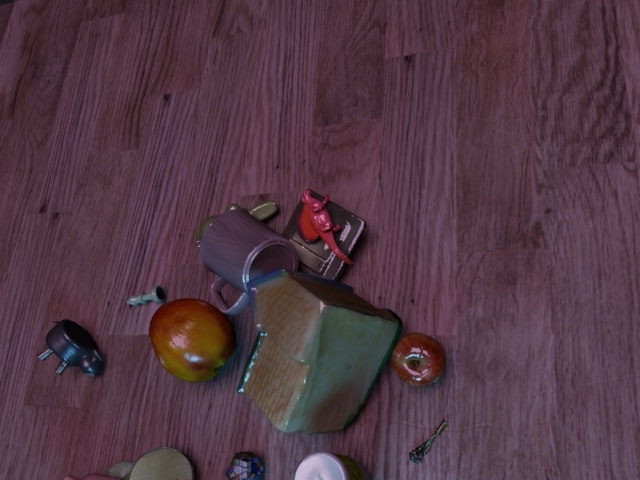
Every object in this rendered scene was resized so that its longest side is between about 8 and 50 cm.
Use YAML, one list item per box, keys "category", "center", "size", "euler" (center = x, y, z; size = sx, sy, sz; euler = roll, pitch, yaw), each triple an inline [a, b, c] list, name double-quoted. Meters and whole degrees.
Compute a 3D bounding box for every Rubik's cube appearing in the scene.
- category: "Rubik's cube"
  center: [-0.214, 0.650, 1.657]
  size: [0.111, 0.093, 0.111]
  euler: [-8, 67, 19]

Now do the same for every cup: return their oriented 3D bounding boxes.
- category: "cup"
  center: [-0.243, 0.063, 1.806]
  size: [0.288, 0.208, 0.273]
  euler: [-41, 40, -19]

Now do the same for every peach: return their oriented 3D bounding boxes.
- category: "peach"
  center: [-0.394, 0.294, 1.779]
  size: [0.281, 0.281, 0.238]
  euler: [43, 98, 30]

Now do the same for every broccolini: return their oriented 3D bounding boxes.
- category: "broccolini"
  center: [0.286, 0.532, 1.559]
  size: [0.140, 0.030, 0.035]
  euler: [-48, 24, -9]

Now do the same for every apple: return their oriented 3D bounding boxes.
- category: "apple"
  center: [0.266, 0.320, 1.589]
  size: [0.146, 0.131, 0.147]
  euler: [-1, 88, 17]

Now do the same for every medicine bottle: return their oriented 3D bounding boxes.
- category: "medicine bottle"
  center: [0.037, 0.613, 1.481]
  size: [0.143, 0.258, 0.144]
  euler: [-8, 65, 17]

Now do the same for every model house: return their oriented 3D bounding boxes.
- category: "model house"
  center: [-0.043, 0.290, 1.641]
  size: [0.342, 0.334, 0.382]
  euler: [29, 98, 47]

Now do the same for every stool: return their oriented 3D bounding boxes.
- category: "stool"
  center: [-0.849, 0.377, 1.984]
  size: [0.139, 0.153, 0.228]
  euler: [-45, 60, -2]

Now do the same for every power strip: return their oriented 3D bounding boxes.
- category: "power strip"
  center: [0.000, 0.002, 1.854]
  size: [0.257, 0.092, 0.251]
  euler: [33, 91, 28]

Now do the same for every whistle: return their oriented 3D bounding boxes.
- category: "whistle"
  center: [-0.287, -0.052, 1.988]
  size: [0.294, 0.141, 0.141]
  euler: [-28, 59, -14]

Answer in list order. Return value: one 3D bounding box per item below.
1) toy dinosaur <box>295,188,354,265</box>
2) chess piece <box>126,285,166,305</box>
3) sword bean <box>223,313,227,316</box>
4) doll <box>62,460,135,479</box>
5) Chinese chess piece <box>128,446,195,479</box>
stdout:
- category: "toy dinosaur"
  center: [-0.009, -0.023, 1.786]
  size: [0.139, 0.070, 0.286]
  euler: [-31, 70, 26]
- category: "chess piece"
  center: [-0.610, 0.197, 2.028]
  size: [0.149, 0.059, 0.059]
  euler: [-14, 64, 19]
- category: "sword bean"
  center: [-0.340, 0.242, 1.928]
  size: [0.083, 0.012, 0.012]
  euler: [4, 70, 24]
- category: "doll"
  center: [-0.641, 0.790, 1.731]
  size: [0.268, 0.216, 0.284]
  euler: [13, 52, 2]
- category: "Chinese chess piece"
  center: [-0.460, 0.698, 1.702]
  size: [0.188, 0.083, 0.189]
  euler: [6, 57, -9]
